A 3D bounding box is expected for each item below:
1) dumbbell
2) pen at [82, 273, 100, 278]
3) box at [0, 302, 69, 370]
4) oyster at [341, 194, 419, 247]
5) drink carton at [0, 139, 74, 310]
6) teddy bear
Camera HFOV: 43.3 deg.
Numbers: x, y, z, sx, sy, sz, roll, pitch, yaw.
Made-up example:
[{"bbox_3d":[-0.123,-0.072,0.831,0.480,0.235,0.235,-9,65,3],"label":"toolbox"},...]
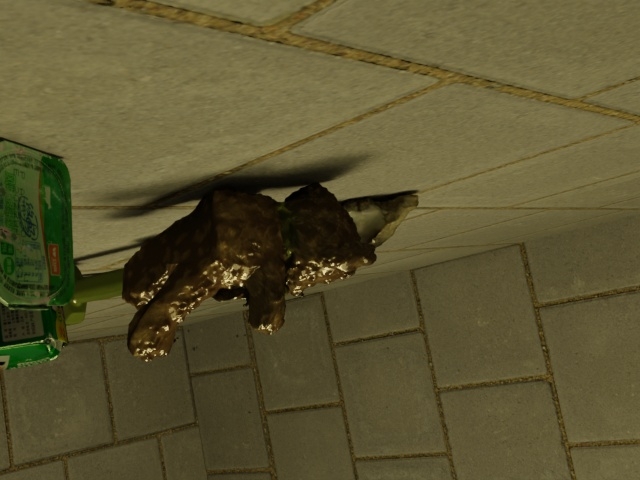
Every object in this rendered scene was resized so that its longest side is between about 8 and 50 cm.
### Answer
[{"bbox_3d":[-0.359,0.075,1.396,0.301,0.108,0.121,-12,173,15],"label":"dumbbell"},{"bbox_3d":[-0.421,0.077,1.660,0.204,0.025,0.025,-5,171,-38],"label":"pen"},{"bbox_3d":[-0.457,0.080,1.021,0.250,0.180,0.103,-8,169,-15],"label":"box"},{"bbox_3d":[0.003,0.004,1.360,0.341,0.110,0.166,-22,-176,-25],"label":"oyster"},{"bbox_3d":[-0.323,-0.007,0.730,0.142,0.146,0.144,-4,174,12],"label":"drink carton"},{"bbox_3d":[-0.106,0.038,1.090,0.222,0.246,0.296,30,110,-33],"label":"teddy bear"}]
